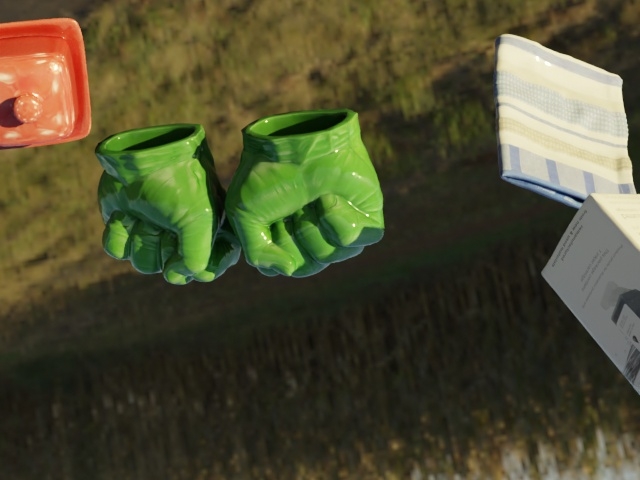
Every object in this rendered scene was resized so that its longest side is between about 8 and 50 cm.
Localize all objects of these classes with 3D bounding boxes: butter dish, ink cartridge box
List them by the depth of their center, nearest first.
[{"bbox_3d":[0.297,0.063,1.014,0.158,0.218,0.092,-1,131,-33],"label":"ink cartridge box"},{"bbox_3d":[-0.355,-0.173,1.606,0.160,0.160,0.118,-8,-154,-13],"label":"butter dish"}]

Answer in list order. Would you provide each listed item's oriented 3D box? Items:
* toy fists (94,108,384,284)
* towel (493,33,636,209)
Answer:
[{"bbox_3d":[-0.078,-0.030,1.210,0.279,0.142,0.096,-5,-156,21],"label":"toy fists"},{"bbox_3d":[0.332,-0.158,1.822,0.209,0.285,0.034,19,136,-14],"label":"towel"}]
